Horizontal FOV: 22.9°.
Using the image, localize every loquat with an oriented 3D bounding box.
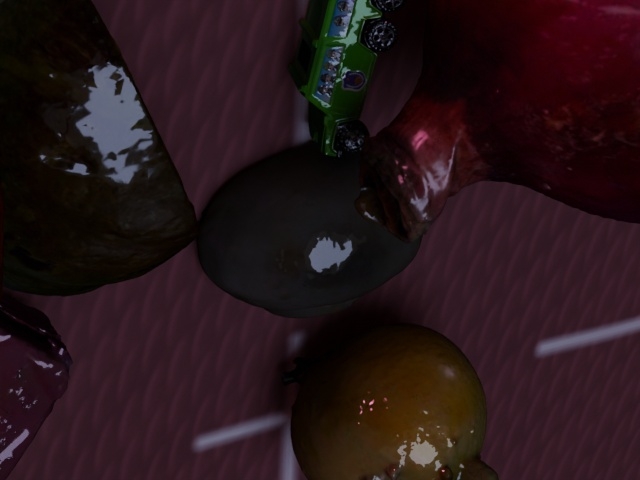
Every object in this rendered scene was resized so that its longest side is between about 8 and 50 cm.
[{"bbox_3d":[0.065,0.157,1.340,0.172,0.204,0.149,-50,149,-9],"label":"loquat"}]

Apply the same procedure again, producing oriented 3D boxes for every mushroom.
[{"bbox_3d":[0.000,0.000,1.266,0.188,0.117,0.141,-18,114,-15],"label":"mushroom"}]

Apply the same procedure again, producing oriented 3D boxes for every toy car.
[{"bbox_3d":[0.016,-0.145,1.207,0.062,0.071,0.165,7,115,-17],"label":"toy car"}]

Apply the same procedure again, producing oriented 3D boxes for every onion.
[{"bbox_3d":[0.183,-0.134,1.140,0.385,0.348,0.348,-37,130,-2],"label":"onion"}]

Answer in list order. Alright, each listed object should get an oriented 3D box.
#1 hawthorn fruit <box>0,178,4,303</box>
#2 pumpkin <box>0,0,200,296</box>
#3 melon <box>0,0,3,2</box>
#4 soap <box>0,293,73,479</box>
[{"bbox_3d":[-0.355,0.012,0.978,0.307,0.265,0.265,-9,137,29],"label":"hawthorn fruit"},{"bbox_3d":[-0.198,-0.051,1.093,0.169,0.148,0.312,-32,125,-15],"label":"pumpkin"},{"bbox_3d":[-0.282,-0.228,0.865,0.308,0.272,0.272,0,119,-14],"label":"melon"},{"bbox_3d":[-0.319,0.133,1.147,0.289,0.112,0.182,-30,133,-17],"label":"soap"}]
